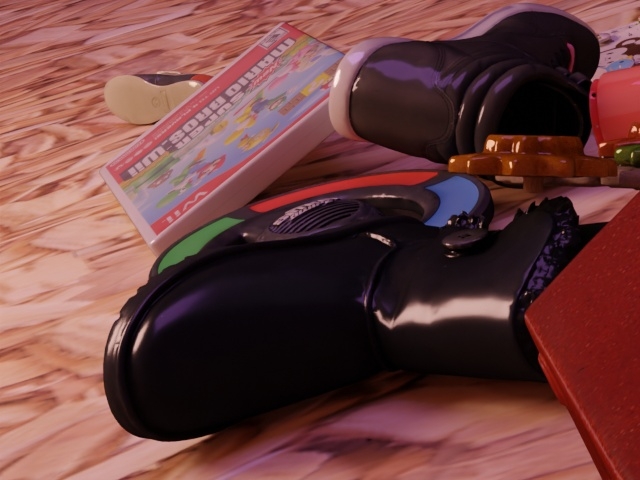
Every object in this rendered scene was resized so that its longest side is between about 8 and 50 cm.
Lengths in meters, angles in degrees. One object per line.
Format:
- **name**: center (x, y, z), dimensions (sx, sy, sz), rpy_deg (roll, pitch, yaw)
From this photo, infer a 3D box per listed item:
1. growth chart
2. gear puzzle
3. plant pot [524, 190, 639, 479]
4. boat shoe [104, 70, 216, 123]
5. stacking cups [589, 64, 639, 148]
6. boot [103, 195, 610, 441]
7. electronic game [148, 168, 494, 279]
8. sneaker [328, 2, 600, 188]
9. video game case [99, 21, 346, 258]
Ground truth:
- **growth chart**: center (0.231, -0.158, 1.650), dimensions (0.237, 0.021, 0.172), rpy_deg (-18, 17, -8)
- **gear puzzle**: center (0.198, -0.055, 1.113), dimensions (0.339, 0.044, 0.175), rpy_deg (-5, 6, -41)
- **plant pot**: center (0.209, 0.068, 0.539), dimensions (0.236, 0.267, 0.267), rpy_deg (-27, 16, 3)
- **boat shoe**: center (-0.146, -0.139, 1.866), dimensions (0.137, 0.049, 0.043), rpy_deg (1, 19, 37)
- **stacking cups**: center (0.330, -0.102, 1.261), dimensions (0.316, 0.096, 0.096), rpy_deg (-11, 16, 22)
- **boot**: center (0.036, 0.040, 1.022), dimensions (0.246, 0.094, 0.207), rpy_deg (-20, 12, -38)
- **electronic game**: center (0.000, 0.000, 1.274), dimensions (0.229, 0.048, 0.229), rpy_deg (-14, 16, 4)
- **sneaker**: center (0.152, -0.099, 1.411), dimensions (0.147, 0.104, 0.296), rpy_deg (24, 24, 35)
- **video game case**: center (-0.070, -0.083, 1.523), dimensions (0.204, 0.025, 0.285), rpy_deg (-39, 19, -3)
